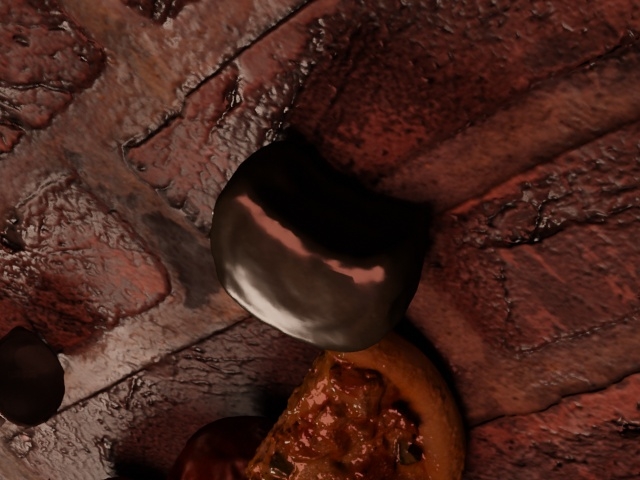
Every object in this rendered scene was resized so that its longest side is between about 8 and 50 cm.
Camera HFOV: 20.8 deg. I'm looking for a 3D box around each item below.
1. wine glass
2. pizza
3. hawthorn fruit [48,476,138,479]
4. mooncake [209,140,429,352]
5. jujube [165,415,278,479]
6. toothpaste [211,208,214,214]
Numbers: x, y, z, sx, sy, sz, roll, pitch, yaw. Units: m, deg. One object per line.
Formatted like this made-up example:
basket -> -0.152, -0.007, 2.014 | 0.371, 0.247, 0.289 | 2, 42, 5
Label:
wine glass -> -0.365, 0.160, 1.803 | 0.222, 0.103, 0.103 | -19, 120, 44
pizza -> 0.030, 0.183, 1.520 | 0.197, 0.058, 0.292 | -15, 127, -2
hawthorn fruit -> -0.225, 0.331, 1.836 | 0.200, 0.179, 0.179 | 47, 140, -13
mooncake -> 0.000, 0.000, 1.375 | 0.175, 0.104, 0.168 | 49, 143, -17
jujube -> -0.034, 0.263, 1.642 | 0.236, 0.168, 0.168 | 29, 143, -13
toothpaste -> -0.029, 0.006, 1.468 | 0.140, 0.021, 0.037 | 35, 136, -1
